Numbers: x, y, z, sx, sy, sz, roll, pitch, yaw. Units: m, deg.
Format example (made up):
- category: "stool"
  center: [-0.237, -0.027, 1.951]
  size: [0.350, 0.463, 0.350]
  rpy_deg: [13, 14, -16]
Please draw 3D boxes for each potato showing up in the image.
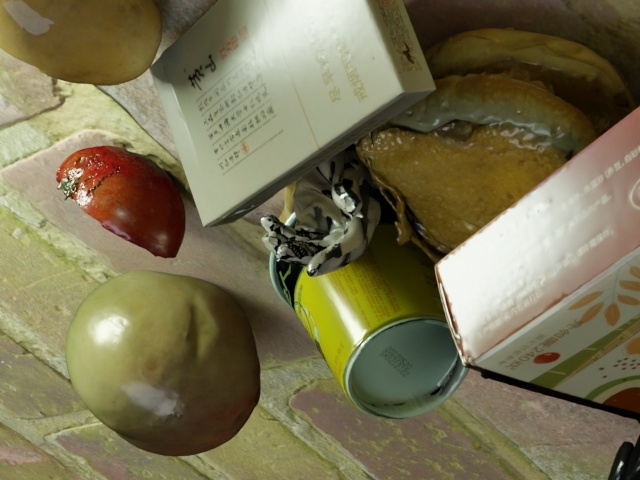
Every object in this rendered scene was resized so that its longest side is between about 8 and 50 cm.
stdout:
- category: "potato"
  center: [-0.280, -0.249, 1.316]
  size: [0.234, 0.146, 0.150]
  rpy_deg: [39, 171, -25]

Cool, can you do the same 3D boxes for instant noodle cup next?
- category: "instant noodle cup"
  center: [0.069, 0.076, 1.419]
  size: [0.216, 0.236, 0.215]
  rpy_deg: [-9, 127, -12]

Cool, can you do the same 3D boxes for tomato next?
- category: "tomato"
  center: [-0.243, -0.061, 1.588]
  size: [0.173, 0.099, 0.189]
  rpy_deg: [29, -172, -37]

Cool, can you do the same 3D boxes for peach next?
- category: "peach"
  center: [-0.222, 0.181, 1.767]
  size: [0.292, 0.247, 0.292]
  rpy_deg: [32, 145, 25]

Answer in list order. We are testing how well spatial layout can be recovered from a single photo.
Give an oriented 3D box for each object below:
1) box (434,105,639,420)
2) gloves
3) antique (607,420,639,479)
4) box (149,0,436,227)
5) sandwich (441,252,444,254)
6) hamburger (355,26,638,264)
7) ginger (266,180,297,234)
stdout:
- category: "box"
  center: [0.363, 0.011, 1.128]
  size: [0.344, 0.122, 0.385]
  rpy_deg: [19, 134, -38]
- category: "gloves"
  center: [0.010, -0.024, 1.317]
  size: [0.128, 0.212, 0.111]
  rpy_deg: [-24, 128, 22]
- category: "antique"
  center: [0.523, 0.271, 1.540]
  size: [0.255, 0.185, 0.322]
  rpy_deg: [23, 161, 11]
- category: "box"
  center: [-0.045, -0.167, 1.257]
  size: [0.365, 0.051, 0.204]
  rpy_deg: [-30, 77, 49]
- category: "sandwich"
  center: [0.235, 0.105, 1.559]
  size: [0.258, 0.096, 0.094]
  rpy_deg: [29, 151, -7]
- category: "hamburger"
  center: [0.190, -0.084, 1.257]
  size: [0.319, 0.158, 0.318]
  rpy_deg: [14, 146, 10]
- category: "ginger"
  center: [0.000, 0.000, 1.557]
  size: [0.148, 0.081, 0.333]
  rpy_deg: [22, 149, 28]
